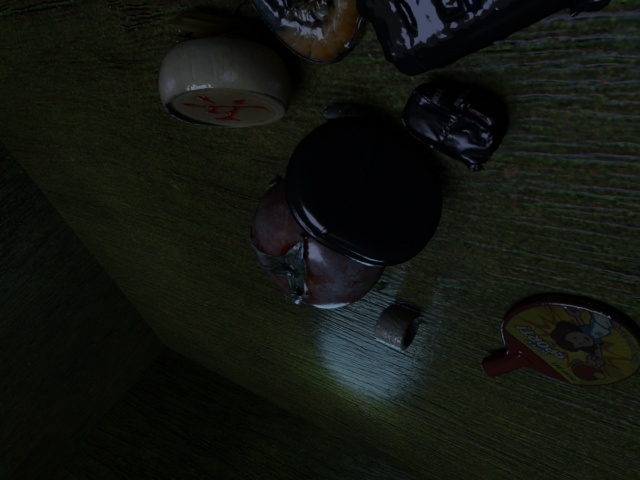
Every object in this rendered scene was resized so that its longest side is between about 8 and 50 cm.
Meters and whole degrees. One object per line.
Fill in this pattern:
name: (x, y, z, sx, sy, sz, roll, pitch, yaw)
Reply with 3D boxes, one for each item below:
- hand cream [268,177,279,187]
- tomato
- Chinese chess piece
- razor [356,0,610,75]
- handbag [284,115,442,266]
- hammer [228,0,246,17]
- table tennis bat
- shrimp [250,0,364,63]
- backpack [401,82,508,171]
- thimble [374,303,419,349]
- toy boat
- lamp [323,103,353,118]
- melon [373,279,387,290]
hand cream: (-0.068, -0.075, 1.298, 0.210, 0.043, 0.067, 55, 168, -27)
tomato: (0.000, 0.000, 1.094, 0.316, 0.282, 0.317, 29, 147, 21)
Chinese chess piece: (-0.180, -0.294, 0.944, 0.249, 0.249, 0.103, -6, 84, 49)
razor: (0.202, -0.335, 0.620, 0.326, 0.107, 0.189, -5, 128, 47)
handbag: (0.086, -0.091, 0.910, 0.308, 0.254, 0.093, 26, 171, -12)
hammer: (-0.156, -0.441, 0.925, 0.019, 0.035, 0.110, 48, 156, -19)
table tennis bat: (0.517, 0.243, 1.118, 0.268, 0.051, 0.415, 39, 146, -2)
shrimp: (-0.044, -0.424, 0.802, 0.290, 0.054, 0.222, 40, 150, -10)
backpack: (0.217, -0.194, 0.791, 0.165, 0.120, 0.106, 33, 127, 8)
thimble: (0.213, 0.238, 1.350, 0.090, 0.115, 0.102, 17, 145, 32)
toy boat: (-0.203, -0.393, 0.966, 0.226, 0.088, 0.068, 21, -179, 22)
lamp: (0.073, -0.187, 1.001, 0.056, 0.050, 0.198, 0, 131, 41)
melon: (0.085, 0.039, 1.307, 0.262, 0.053, 0.114, 44, 130, -17)
